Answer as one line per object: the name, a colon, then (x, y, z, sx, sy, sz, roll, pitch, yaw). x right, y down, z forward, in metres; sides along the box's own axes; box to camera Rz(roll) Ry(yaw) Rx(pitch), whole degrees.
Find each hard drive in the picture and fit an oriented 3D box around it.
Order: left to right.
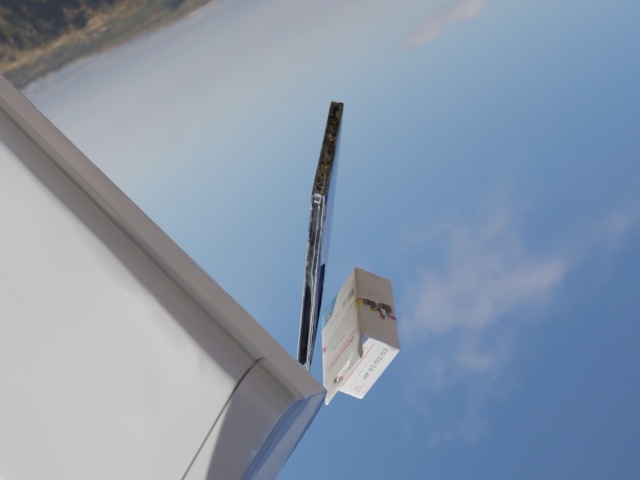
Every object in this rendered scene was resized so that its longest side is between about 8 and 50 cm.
hard drive: (-0.178, 0.072, 0.640, 0.047, 0.353, 0.233, -7, 133, -55)

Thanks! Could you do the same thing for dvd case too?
dvd case: (0.000, 0.000, 0.920, 0.018, 0.221, 0.164, 8, -143, 2)

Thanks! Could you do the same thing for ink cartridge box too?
ink cartridge box: (0.052, 0.135, 1.264, 0.104, 0.062, 0.181, -57, -161, 31)
